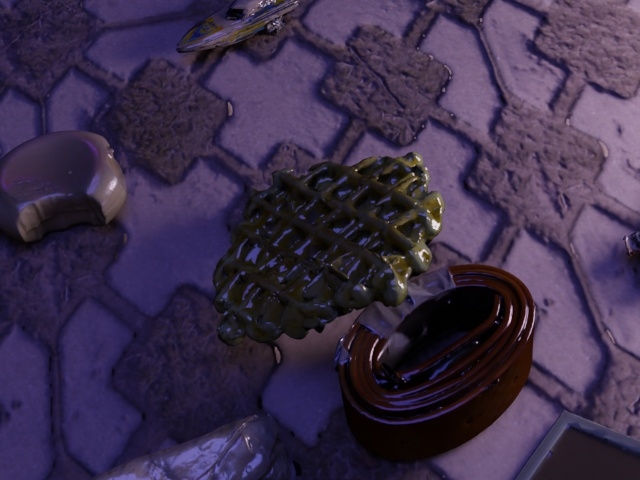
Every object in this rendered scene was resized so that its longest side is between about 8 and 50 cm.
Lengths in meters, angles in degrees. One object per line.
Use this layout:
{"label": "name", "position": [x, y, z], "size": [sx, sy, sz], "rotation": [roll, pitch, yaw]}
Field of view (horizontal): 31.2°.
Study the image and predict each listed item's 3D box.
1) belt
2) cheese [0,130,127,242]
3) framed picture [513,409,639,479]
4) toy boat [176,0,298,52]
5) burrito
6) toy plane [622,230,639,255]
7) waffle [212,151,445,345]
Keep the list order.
{"label": "belt", "position": [0.136, 0.135, 1.343], "size": [0.261, 0.105, 0.184], "rotation": [-31, 54, -18]}
{"label": "cheese", "position": [-0.409, -0.057, 1.555], "size": [0.286, 0.082, 0.163], "rotation": [-20, 52, -8]}
{"label": "framed picture", "position": [0.281, 0.316, 1.213], "size": [0.216, 0.016, 0.273], "rotation": [20, 54, 39]}
{"label": "toy boat", "position": [-0.131, -0.335, 1.757], "size": [0.210, 0.066, 0.084], "rotation": [-31, 55, -18]}
{"label": "burrito", "position": [-0.171, 0.270, 1.290], "size": [0.275, 0.059, 0.082], "rotation": [-16, 67, -8]}
{"label": "toy plane", "position": [0.452, -0.024, 1.467], "size": [0.135, 0.062, 0.188], "rotation": [-1, 52, 5]}
{"label": "waffle", "position": [0.000, 0.000, 1.417], "size": [0.317, 0.073, 0.297], "rotation": [-12, 38, 23]}
